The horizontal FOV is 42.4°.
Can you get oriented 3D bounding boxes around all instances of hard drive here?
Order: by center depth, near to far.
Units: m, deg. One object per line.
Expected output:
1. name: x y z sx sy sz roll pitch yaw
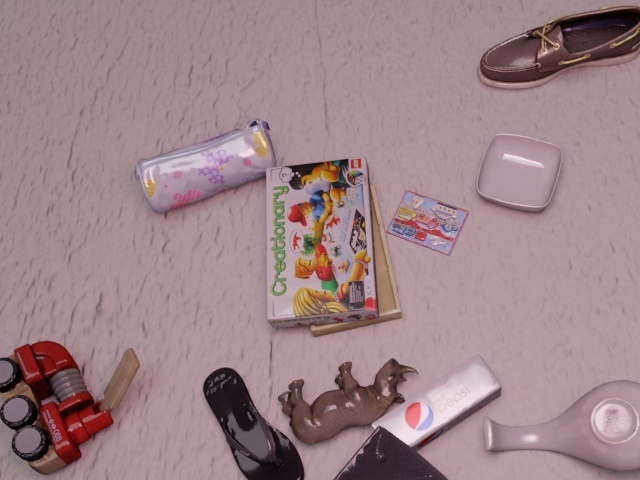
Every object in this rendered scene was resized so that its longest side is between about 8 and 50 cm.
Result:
1. hard drive: 0.131 0.427 1.276 0.254 0.054 0.172 42 78 -2

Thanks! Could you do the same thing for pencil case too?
1. pencil case: -0.218 -0.145 1.609 0.273 0.124 0.114 -20 64 2

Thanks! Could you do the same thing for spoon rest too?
1. spoon rest: 0.400 0.294 1.294 0.276 0.084 0.137 -11 65 24

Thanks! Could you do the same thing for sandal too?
1. sandal: -0.126 0.327 1.415 0.097 0.054 0.254 -39 65 -8

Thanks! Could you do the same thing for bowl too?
1. bowl: 0.365 -0.119 1.526 0.142 0.053 0.142 16 70 16

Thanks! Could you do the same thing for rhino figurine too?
1. rhino figurine: 0.052 0.267 1.401 0.243 0.073 0.106 -20 60 0

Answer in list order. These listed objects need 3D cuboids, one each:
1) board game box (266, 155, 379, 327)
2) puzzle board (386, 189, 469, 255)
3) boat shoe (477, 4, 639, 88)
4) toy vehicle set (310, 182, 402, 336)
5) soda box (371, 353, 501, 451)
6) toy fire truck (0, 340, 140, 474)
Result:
1. board game box: 0.000 0.000 1.499 0.192 0.053 0.305 -7 65 8
2. puzzle board: 0.200 -0.036 1.543 0.128 0.011 0.096 21 72 18
3. boat shoe: 0.465 -0.380 1.600 0.324 0.097 0.117 -10 65 6
4. toy vehicle set: 0.045 0.033 1.527 0.165 0.035 0.267 -12 64 5
5. soda box: 0.192 0.280 1.366 0.216 0.074 0.069 -33 66 -5
6. toy fire truck: -0.441 0.260 1.466 0.246 0.158 0.217 -26 63 -15
